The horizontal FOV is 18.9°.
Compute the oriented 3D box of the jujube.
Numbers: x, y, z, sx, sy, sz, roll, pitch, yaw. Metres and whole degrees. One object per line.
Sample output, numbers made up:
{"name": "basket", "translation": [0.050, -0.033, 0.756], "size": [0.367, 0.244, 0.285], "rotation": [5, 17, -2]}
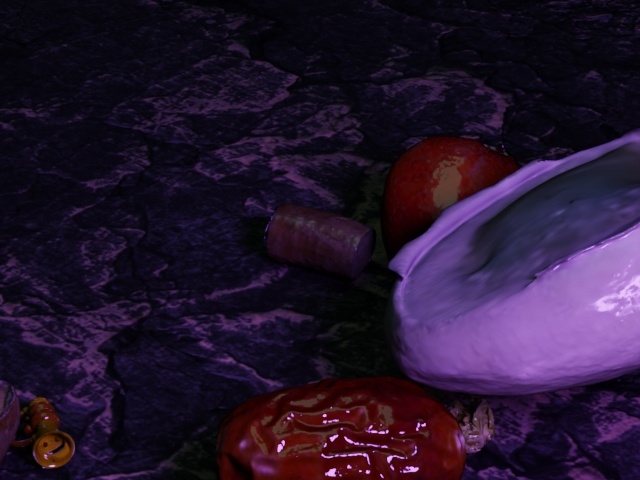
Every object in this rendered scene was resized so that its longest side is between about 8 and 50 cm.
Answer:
{"name": "jujube", "translation": [0.020, 0.216, 1.938], "size": [0.250, 0.174, 0.174], "rotation": [2, 31, -2]}

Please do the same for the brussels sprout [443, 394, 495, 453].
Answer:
{"name": "brussels sprout", "translation": [0.153, 0.200, 2.068], "size": [0.085, 0.058, 0.085], "rotation": [-30, 29, 19]}

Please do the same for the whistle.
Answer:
{"name": "whistle", "translation": [-0.307, 0.210, 2.095], "size": [0.046, 0.057, 0.109], "rotation": [35, 4, -30]}

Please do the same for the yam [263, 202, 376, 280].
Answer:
{"name": "yam", "translation": [0.000, 0.002, 2.376], "size": [0.127, 0.084, 0.084], "rotation": [18, 36, 22]}

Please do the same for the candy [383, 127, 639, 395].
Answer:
{"name": "candy", "translation": [0.266, 0.035, 2.005], "size": [0.427, 0.186, 0.386], "rotation": [-23, 19, -9]}

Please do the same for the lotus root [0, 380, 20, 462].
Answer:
{"name": "lotus root", "translation": [-0.408, 0.265, 1.969], "size": [0.167, 0.078, 0.329], "rotation": [-12, 26, 28]}

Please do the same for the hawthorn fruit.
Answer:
{"name": "hawthorn fruit", "translation": [0.153, -0.013, 2.322], "size": [0.190, 0.189, 0.251], "rotation": [8, 52, 15]}
